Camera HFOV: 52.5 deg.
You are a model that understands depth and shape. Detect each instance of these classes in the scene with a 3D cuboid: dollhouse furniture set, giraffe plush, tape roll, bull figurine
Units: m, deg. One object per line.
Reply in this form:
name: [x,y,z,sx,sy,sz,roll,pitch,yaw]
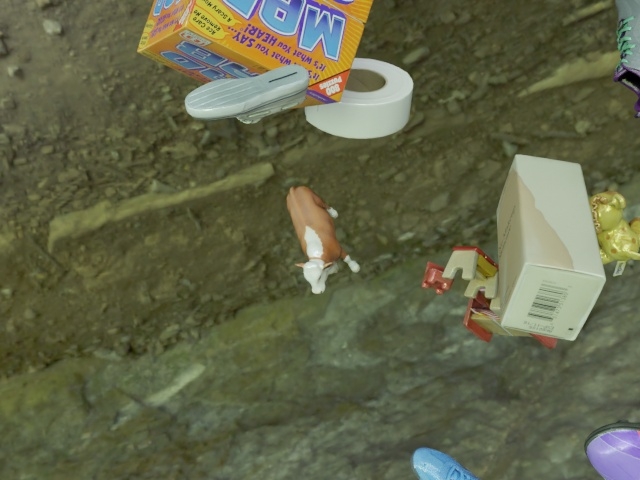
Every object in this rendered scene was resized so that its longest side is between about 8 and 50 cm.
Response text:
dollhouse furniture set: [0.384,0.102,1.486,0.374,0.152,0.201,37,156,-33]
giraffe plush: [0.668,-0.040,1.515,0.181,0.170,0.210,-22,-164,26]
tape roll: [0.098,-0.380,1.714,0.286,0.286,0.100,-14,132,-19]
bull figurine: [0.000,0.000,1.606,0.101,0.310,0.188,-28,146,19]

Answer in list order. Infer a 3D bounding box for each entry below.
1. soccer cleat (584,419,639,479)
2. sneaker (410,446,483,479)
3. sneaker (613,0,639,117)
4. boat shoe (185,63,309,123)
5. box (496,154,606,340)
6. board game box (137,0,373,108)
soccer cleat: [0.445,0.333,0.765,0.108,0.318,0.116,-44,-168,35]
sneaker: [0.249,0.412,1.082,0.069,0.209,0.082,-48,173,-34]
sneaker: [0.481,-0.295,0.986,0.098,0.223,0.083,-17,161,-1]
boat shoe: [-0.121,-0.238,1.134,0.226,0.083,0.075,-17,142,-16]
box: [0.376,0.000,1.093,0.121,0.311,0.148,11,129,5]
board game box: [-0.134,-0.523,1.417,0.356,0.356,0.356,19,177,-30]
